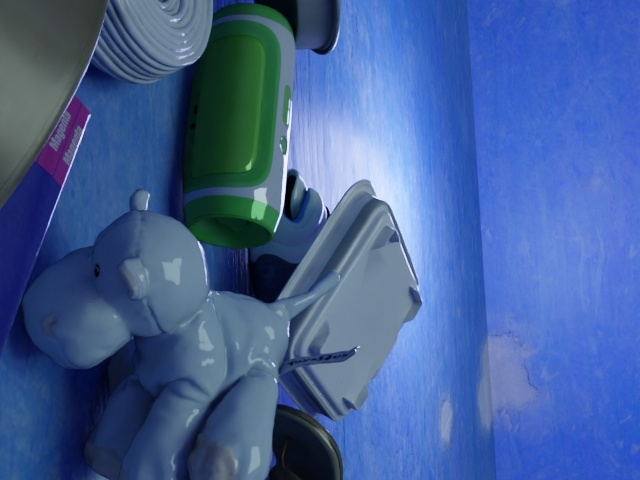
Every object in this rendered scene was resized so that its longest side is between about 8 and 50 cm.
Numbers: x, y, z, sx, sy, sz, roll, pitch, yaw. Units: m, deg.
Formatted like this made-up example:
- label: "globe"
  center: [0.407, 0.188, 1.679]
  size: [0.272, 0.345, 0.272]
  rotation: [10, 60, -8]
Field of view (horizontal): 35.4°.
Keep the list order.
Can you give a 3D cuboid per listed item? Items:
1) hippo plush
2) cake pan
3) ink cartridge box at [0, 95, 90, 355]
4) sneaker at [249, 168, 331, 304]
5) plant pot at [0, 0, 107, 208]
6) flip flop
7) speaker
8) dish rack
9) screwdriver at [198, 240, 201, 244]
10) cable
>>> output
- label: "hippo plush"
  center: [-0.139, 0.099, 0.930]
  size: [0.237, 0.294, 0.234]
  rotation: [56, 13, -40]
- label: "cake pan"
  center: [-0.055, -0.387, 1.360]
  size: [0.293, 0.054, 0.293]
  rotation: [161, -90, -77]
- label: "ink cartridge box"
  center: [-0.237, 0.061, 0.583]
  size: [0.071, 0.330, 0.324]
  rotation: [33, 50, -30]
- label: "sneaker"
  center: [-0.001, 0.000, 1.496]
  size: [0.323, 0.130, 0.236]
  rotation: [-35, 124, -60]
- label: "plant pot"
  center: [-0.313, -0.126, 0.484]
  size: [0.280, 0.323, 0.323]
  rotation: [44, 43, -39]
- label: "flip flop"
  center: [-0.030, 0.359, 1.408]
  size: [0.080, 0.112, 0.277]
  rotation: [-30, 120, -52]
- label: "speaker"
  center: [-0.101, -0.146, 1.269]
  size: [0.131, 0.131, 0.297]
  rotation: [47, 43, -60]
- label: "dish rack"
  center: [0.049, 0.103, 1.401]
  size: [0.286, 0.072, 0.333]
  rotation: [-58, 154, -17]
- label: "screwdriver"
  center: [-0.150, 0.080, 1.255]
  size: [0.024, 0.025, 0.170]
  rotation: [22, 56, -67]
- label: "cable"
  center: [-0.202, -0.293, 1.059]
  size: [0.257, 0.089, 0.257]
  rotation: [-71, 148, -56]
